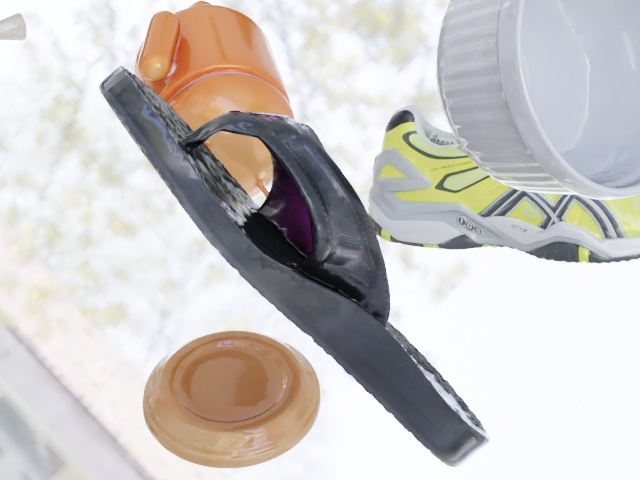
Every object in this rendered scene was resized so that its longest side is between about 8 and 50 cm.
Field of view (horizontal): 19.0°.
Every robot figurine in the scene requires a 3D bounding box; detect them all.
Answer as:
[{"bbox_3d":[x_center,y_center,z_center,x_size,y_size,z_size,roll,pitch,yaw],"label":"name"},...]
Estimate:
[{"bbox_3d":[-0.092,-0.117,1.641,0.219,0.128,0.158,-109,-165,-50],"label":"robot figurine"}]

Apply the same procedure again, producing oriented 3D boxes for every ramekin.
[{"bbox_3d":[0.181,-0.131,1.439,0.109,0.207,0.207,-5,-49,50],"label":"ramekin"}]

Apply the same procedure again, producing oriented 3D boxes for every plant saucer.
[{"bbox_3d":[-0.099,0.166,2.117,0.200,0.200,0.037,37,-36,36],"label":"plant saucer"}]

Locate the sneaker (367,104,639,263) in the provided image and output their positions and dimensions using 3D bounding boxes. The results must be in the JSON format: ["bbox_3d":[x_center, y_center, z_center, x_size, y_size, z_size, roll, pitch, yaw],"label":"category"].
[{"bbox_3d":[0.237,-0.064,2.030,0.145,0.384,0.147,-49,140,-72],"label":"sneaker"}]

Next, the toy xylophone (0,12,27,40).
[{"bbox_3d":[-0.402,-0.299,1.866,0.081,0.322,0.236,30,-56,58],"label":"toy xylophone"}]

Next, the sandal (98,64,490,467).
[{"bbox_3d":[0.000,0.000,1.451,0.446,0.107,0.167,45,6,-33],"label":"sandal"}]
